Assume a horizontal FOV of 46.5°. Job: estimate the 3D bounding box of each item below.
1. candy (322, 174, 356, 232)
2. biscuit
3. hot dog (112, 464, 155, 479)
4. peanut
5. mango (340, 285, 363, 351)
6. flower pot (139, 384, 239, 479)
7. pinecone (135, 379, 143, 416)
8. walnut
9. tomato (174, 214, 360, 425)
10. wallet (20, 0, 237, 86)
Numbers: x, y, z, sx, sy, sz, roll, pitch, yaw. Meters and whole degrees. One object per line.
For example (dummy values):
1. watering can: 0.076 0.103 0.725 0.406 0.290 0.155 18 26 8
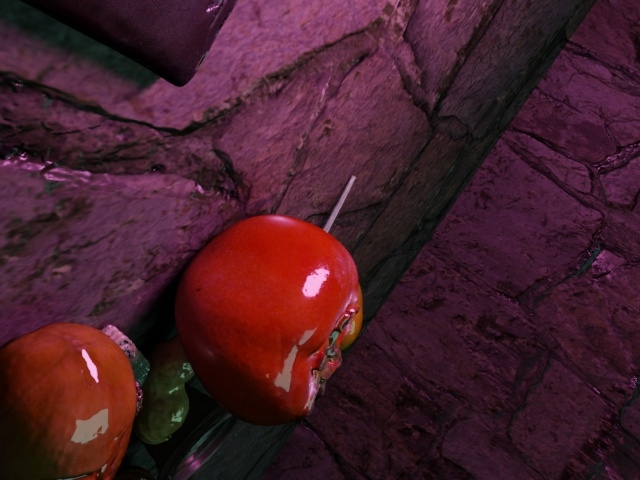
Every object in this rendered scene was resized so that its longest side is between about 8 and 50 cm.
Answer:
1. candy: 0.000 0.000 1.683 0.335 0.093 0.092 -61 -159 -2
2. biscuit: -0.341 0.228 1.177 0.147 0.046 0.250 -49 165 -18
3. hot dog: -0.436 0.560 1.549 0.227 0.099 0.160 -31 154 -58
4. peanut: -0.275 0.261 1.314 0.098 0.103 0.229 -82 -174 -69
5. mango: 0.013 0.161 1.747 0.195 0.142 0.332 -58 -163 20
6. flower pot: -0.285 0.395 1.557 0.235 0.140 0.235 -47 163 -19
7. pinecone: -0.298 0.232 1.093 0.077 0.077 0.083 -53 -164 0
8. walnut: -0.330 0.236 0.932 0.203 0.203 0.298 -38 151 -47
9. tomato: -0.090 0.127 1.242 0.341 0.272 0.341 -58 164 -28
10. wallet: -0.153 -0.244 0.665 0.172 0.045 0.318 -53 167 6
